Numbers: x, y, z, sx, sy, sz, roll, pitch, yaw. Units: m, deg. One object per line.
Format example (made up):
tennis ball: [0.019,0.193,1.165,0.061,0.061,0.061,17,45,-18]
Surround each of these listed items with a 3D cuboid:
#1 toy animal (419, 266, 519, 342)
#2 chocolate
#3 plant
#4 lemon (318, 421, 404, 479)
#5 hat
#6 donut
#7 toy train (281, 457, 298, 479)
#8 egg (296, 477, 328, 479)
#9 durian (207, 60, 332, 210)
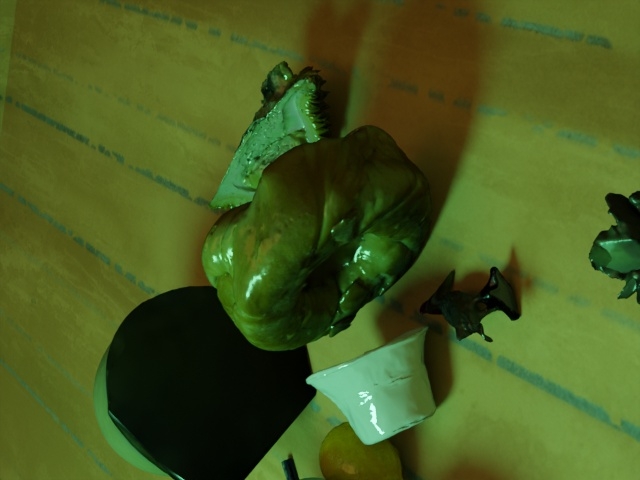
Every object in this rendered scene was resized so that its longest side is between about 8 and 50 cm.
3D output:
toy animal: [0.192,0.092,1.577,0.105,0.070,0.202,-49,22,-18]
chocolate: [-0.219,0.261,1.969,0.326,0.314,0.297,39,153,3]
plant: [0.392,0.005,1.247,0.203,0.131,0.142,-14,81,55]
lemon: [0.062,0.333,1.712,0.155,0.114,0.114,42,123,37]
hat: [0.089,0.212,1.649,0.203,0.203,0.126,-33,79,49]
donut: [0.000,0.000,1.626,0.170,0.360,0.360,50,129,25]
toy train: [-0.046,0.406,1.939,0.017,0.017,0.083,-45,55,45]
egg: [-0.021,0.427,1.629,0.149,0.149,0.192,-19,42,52]
durian: [-0.065,-0.174,1.854,0.306,0.166,0.172,-50,49,40]
